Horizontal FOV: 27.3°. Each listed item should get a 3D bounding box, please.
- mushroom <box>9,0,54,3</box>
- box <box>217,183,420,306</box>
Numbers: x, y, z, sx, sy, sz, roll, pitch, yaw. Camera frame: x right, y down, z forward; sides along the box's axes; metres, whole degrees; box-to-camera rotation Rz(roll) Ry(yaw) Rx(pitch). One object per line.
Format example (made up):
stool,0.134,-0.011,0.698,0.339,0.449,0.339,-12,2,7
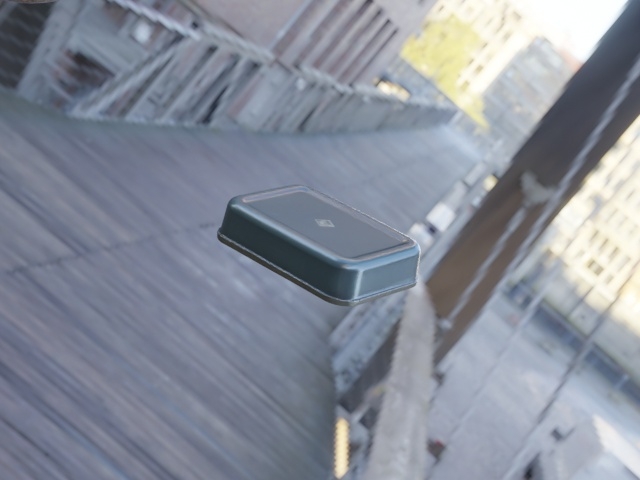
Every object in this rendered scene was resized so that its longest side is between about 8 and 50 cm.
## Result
mushroom,-0.198,-0.293,0.995,0.153,0.253,0.253,53,13,30
box,0.000,0.000,0.885,0.126,0.031,0.091,29,28,36
